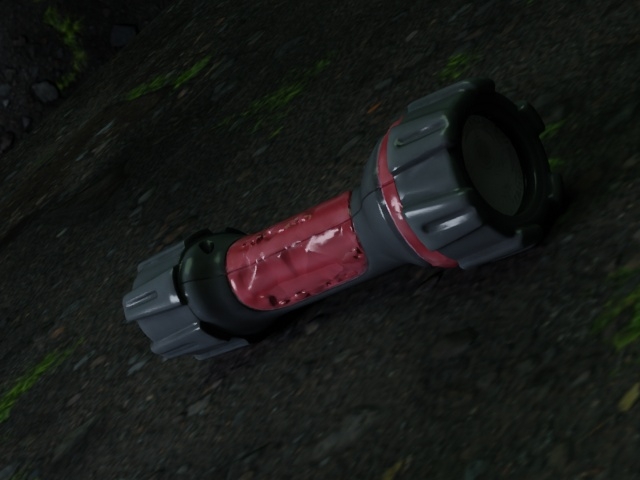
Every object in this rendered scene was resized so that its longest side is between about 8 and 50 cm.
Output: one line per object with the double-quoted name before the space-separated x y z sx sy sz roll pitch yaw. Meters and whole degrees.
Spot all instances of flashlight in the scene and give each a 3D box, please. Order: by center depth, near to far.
"flashlight" 0.000 0.000 1.118 0.304 0.103 0.103 -23 26 41
